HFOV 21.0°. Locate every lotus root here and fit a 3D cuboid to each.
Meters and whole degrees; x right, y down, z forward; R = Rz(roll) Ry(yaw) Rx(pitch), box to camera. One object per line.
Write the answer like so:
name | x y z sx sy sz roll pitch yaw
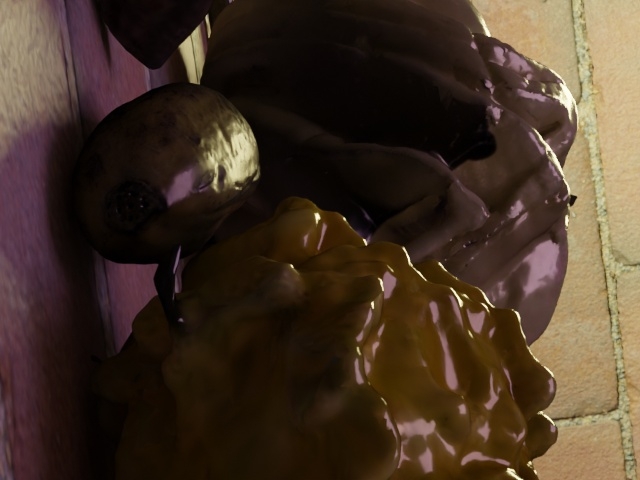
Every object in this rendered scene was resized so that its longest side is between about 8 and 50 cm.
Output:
lotus root | -0.079 -0.035 0.870 0.080 0.089 0.179 41 12 1

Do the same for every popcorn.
popcorn | -0.009 0.103 0.805 0.225 0.249 0.249 38 41 -51

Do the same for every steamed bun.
steamed bun | 0.030 -0.051 1.181 0.320 0.275 0.206 48 8 19

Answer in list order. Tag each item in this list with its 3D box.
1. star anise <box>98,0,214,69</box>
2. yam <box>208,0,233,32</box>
star anise | -0.082 -0.222 0.913 0.282 0.129 0.212 93 -2 -74
yam | -0.078 -0.201 1.333 0.029 0.027 0.234 3 -77 54
